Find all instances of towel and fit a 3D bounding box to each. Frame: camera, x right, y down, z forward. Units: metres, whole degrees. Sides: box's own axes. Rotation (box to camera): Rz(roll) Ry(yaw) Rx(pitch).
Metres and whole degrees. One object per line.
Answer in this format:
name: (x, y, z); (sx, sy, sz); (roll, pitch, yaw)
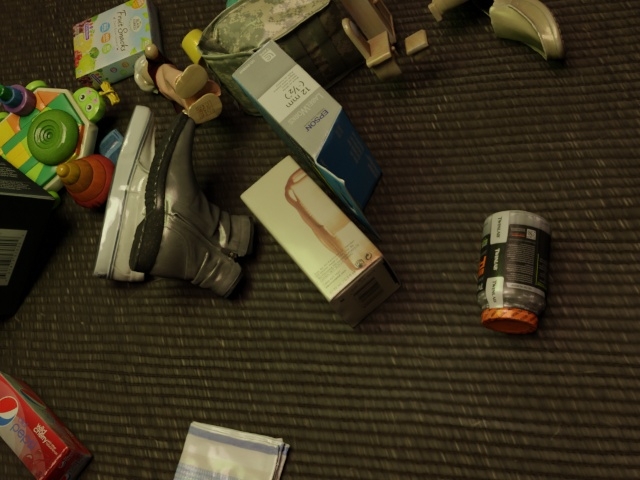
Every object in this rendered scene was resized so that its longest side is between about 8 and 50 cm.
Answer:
towel: (-0.184, 0.473, 1.478); (0.209, 0.034, 0.285); (7, 70, 25)
towel: (-0.460, -0.198, 1.894); (0.067, 0.029, 0.119); (-44, 59, 0)

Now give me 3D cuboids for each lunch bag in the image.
lunch bag: (-0.085, -0.388, 1.709); (0.287, 0.235, 0.169); (-34, 60, 5)

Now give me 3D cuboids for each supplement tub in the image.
supplement tub: (0.327, 0.055, 1.413); (0.117, 0.117, 0.190); (1, 67, 22)

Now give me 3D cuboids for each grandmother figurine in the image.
grandmother figurine: (-0.319, -0.342, 1.815); (0.104, 0.208, 0.342); (-27, 33, -18)

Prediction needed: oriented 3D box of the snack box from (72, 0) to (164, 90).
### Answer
snack box: (-0.488, -0.474, 2.007); (0.207, 0.070, 0.174); (-19, 61, 11)

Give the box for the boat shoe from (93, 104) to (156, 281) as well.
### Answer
boat shoe: (-0.358, -0.090, 1.737); (0.156, 0.136, 0.367); (13, 82, -17)

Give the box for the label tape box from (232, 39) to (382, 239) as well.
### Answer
label tape box: (0.010, -0.187, 1.572); (0.115, 0.249, 0.347); (-43, 59, -1)

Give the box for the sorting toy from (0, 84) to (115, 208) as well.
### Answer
sorting toy: (-0.594, -0.220, 1.796); (0.127, 0.126, 0.365); (-46, 72, 7)

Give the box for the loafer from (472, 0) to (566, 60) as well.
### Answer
loafer: (0.383, -0.427, 1.625); (0.092, 0.102, 0.268); (-33, 50, 7)

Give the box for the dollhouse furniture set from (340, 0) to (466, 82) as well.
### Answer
dollhouse furniture set: (0.218, -0.527, 1.622); (0.355, 0.174, 0.303); (-25, 43, 24)

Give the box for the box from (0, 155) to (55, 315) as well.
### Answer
box: (-0.812, -0.055, 1.813); (0.395, 0.212, 0.293); (32, 105, 31)

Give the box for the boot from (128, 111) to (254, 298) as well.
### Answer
boot: (-0.235, -0.067, 1.652); (0.118, 0.223, 0.338); (168, 116, -68)

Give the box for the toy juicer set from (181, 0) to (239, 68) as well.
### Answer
toy juicer set: (-0.139, -0.483, 1.799); (0.089, 0.209, 0.329); (45, 96, 10)

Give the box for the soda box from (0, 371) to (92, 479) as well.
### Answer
soda box: (-0.570, 0.370, 1.644); (0.263, 0.092, 0.083); (34, 81, 30)

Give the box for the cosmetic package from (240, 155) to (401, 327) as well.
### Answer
cosmetic package: (0.000, 0.000, 1.551); (0.129, 0.153, 0.296); (-41, 60, -2)

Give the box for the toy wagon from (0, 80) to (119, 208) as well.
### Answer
toy wagon: (-0.612, -0.244, 1.908); (0.344, 0.068, 0.267); (-39, 72, 10)
